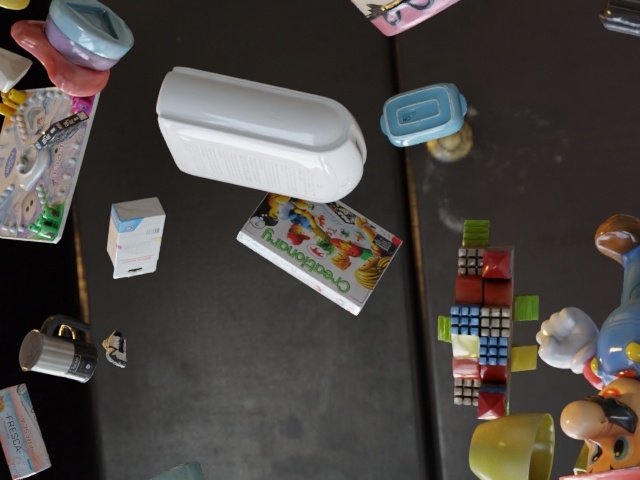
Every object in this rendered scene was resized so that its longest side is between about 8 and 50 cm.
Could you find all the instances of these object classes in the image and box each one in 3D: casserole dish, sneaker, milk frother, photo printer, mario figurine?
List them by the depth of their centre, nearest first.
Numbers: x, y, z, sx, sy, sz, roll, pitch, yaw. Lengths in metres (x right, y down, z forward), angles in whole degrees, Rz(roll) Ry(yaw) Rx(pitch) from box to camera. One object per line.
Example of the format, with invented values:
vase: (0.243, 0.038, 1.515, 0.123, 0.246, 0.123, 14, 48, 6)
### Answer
mario figurine: (0.261, 0.100, 0.788, 0.198, 0.170, 0.320, 67, -146, -55)
photo printer: (-0.081, -0.154, 1.443, 0.256, 0.308, 0.107, 84, -161, -74)
casserole dish: (0.206, -0.261, 1.908, 0.037, 0.188, 0.114, 6, -107, -65)
milk frother: (-0.552, 0.219, 1.919, 0.135, 0.143, 0.129, 24, -113, -43)
sneaker: (-0.430, 0.228, 1.961, 0.040, 0.043, 0.109, 32, -171, -37)

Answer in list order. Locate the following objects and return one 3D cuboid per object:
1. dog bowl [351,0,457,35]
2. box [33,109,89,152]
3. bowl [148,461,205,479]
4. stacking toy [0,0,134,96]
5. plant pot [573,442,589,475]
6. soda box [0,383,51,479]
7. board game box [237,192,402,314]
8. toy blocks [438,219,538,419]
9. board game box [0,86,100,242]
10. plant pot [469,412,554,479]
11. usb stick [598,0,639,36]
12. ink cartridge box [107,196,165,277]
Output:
dog bowl: (0.212, -0.480, 1.489, 0.150, 0.408, 0.408, 57, -167, -12)
box: (-0.441, -0.186, 1.585, 0.018, 0.067, 0.083, 52, -144, -3)
bowl: (-0.280, 0.511, 1.475, 0.163, 0.311, 0.311, 53, 177, 17)
stacking toy: (-0.425, -0.353, 1.325, 0.309, 0.130, 0.279, 43, -156, 3)
plant pot: (0.536, 0.332, 1.467, 0.187, 0.212, 0.212, -67, -27, -23)
soda box: (-0.614, 0.389, 1.894, 0.063, 0.058, 0.183, 2, -111, -76)
board game box: (0.000, 0.000, 1.999, 0.193, 0.305, 0.053, -57, -2, -26)
toy blocks: (0.297, 0.157, 1.686, 0.261, 0.191, 0.381, -11, -78, -76)
board game box: (-0.710, -0.196, 2.256, 0.050, 0.390, 0.389, 23, -104, -46)
plant pot: (0.266, 0.302, 1.309, 0.134, 0.095, 0.134, -18, -69, -59)
usb stick: (0.421, -0.211, 0.951, 0.077, 0.278, 0.045, -10, -62, -45)
ink cartridge box: (-0.412, -0.005, 2.056, 0.061, 0.104, 0.181, 58, 144, 35)
